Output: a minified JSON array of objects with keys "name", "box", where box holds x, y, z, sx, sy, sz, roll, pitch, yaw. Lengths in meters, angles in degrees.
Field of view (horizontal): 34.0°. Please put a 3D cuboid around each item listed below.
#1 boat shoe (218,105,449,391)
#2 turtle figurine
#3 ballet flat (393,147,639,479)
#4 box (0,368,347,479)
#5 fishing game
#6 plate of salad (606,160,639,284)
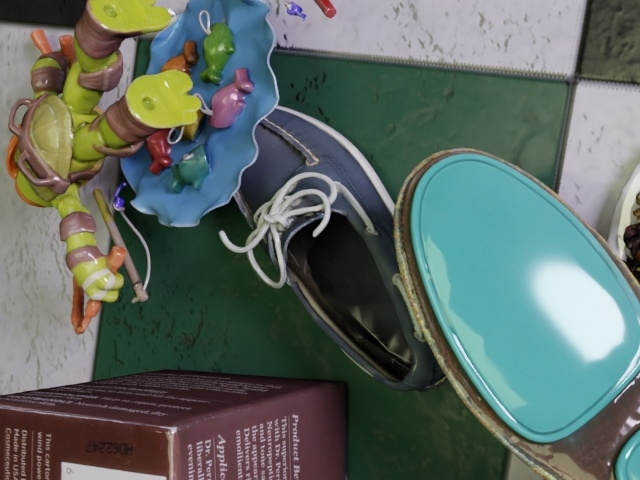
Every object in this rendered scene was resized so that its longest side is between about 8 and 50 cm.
[{"name":"boat shoe","box":[0.000,0.000,0.702,0.095,0.079,0.254,-48,67,29]},{"name":"turtle figurine","box":[-0.177,-0.086,0.748,0.217,0.087,0.269,-39,54,46]},{"name":"ballet flat","box":[0.162,0.100,0.590,0.123,0.123,0.348,-46,75,21]},{"name":"box","box":[-0.101,0.181,0.688,0.167,0.203,0.168,0,89,29]},{"name":"fishing game","box":[-0.096,-0.102,0.746,0.264,0.041,0.189,-52,44,24]},{"name":"plate of salad","box":[0.255,0.013,0.578,0.200,0.048,0.199,0,91,29]}]
